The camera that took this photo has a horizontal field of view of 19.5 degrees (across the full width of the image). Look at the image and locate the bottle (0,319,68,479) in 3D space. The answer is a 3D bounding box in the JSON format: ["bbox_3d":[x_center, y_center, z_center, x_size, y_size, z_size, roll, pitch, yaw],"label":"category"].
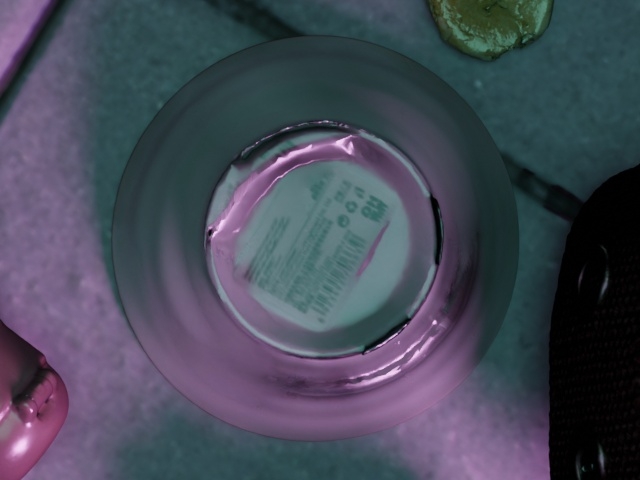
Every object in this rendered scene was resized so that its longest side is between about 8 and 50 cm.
[{"bbox_3d":[-0.268,0.053,1.119,0.253,0.120,0.120,38,89,-4],"label":"bottle"}]

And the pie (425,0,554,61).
[{"bbox_3d":[0.109,-0.156,1.182,0.084,0.020,0.084,0,92,-5],"label":"pie"}]

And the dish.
[{"bbox_3d":[0.000,0.000,1.148,0.260,0.085,0.260,0,91,-3],"label":"dish"}]

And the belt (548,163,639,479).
[{"bbox_3d":[0.231,0.085,1.126,0.184,0.164,0.289,12,78,-20],"label":"belt"}]
